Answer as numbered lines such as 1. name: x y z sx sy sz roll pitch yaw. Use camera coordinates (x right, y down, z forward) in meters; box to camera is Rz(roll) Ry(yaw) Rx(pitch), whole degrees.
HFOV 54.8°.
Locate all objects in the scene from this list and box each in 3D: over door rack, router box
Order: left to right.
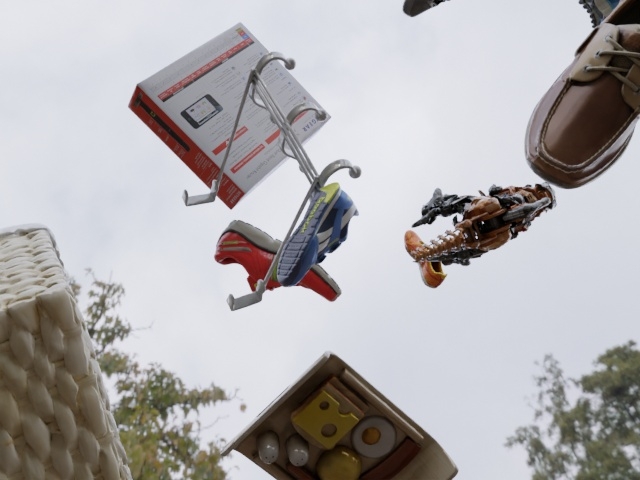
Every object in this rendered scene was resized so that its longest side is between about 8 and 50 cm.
1. router box: -0.183 -0.277 1.330 0.301 0.335 0.082 46 -38 -4
2. over door rack: -0.078 -0.084 0.944 0.108 0.239 0.324 -2 -37 -41

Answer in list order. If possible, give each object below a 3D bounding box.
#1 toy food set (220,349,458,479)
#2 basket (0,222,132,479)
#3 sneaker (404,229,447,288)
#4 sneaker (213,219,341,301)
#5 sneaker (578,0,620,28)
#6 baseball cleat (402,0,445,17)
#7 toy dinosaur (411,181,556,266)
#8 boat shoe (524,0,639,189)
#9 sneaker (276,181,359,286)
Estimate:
1. toy food set: 0.034 0.334 0.944 0.220 0.092 0.306 -45 -72 5
2. basket: -0.391 0.188 0.639 0.329 0.266 0.331 -18 -70 -28
3. sneaker: 0.262 0.036 1.520 0.064 0.175 0.067 5 -45 -39
4. sneaker: -0.089 0.066 1.246 0.279 0.107 0.118 26 -101 15
5. sneaker: 0.471 -0.409 1.016 0.073 0.063 0.162 -28 -82 -3
6. baseball cleat: 0.244 -0.467 1.133 0.206 0.109 0.072 -38 -22 32
7. toy dinosaur: 0.292 -0.039 1.146 0.322 0.218 0.164 0 -97 -29
8. boat shoe: 0.346 -0.202 0.726 0.123 0.324 0.116 30 -19 19
9. sneaker: 0.000 0.000 0.755 0.059 0.053 0.144 40 -104 -30
